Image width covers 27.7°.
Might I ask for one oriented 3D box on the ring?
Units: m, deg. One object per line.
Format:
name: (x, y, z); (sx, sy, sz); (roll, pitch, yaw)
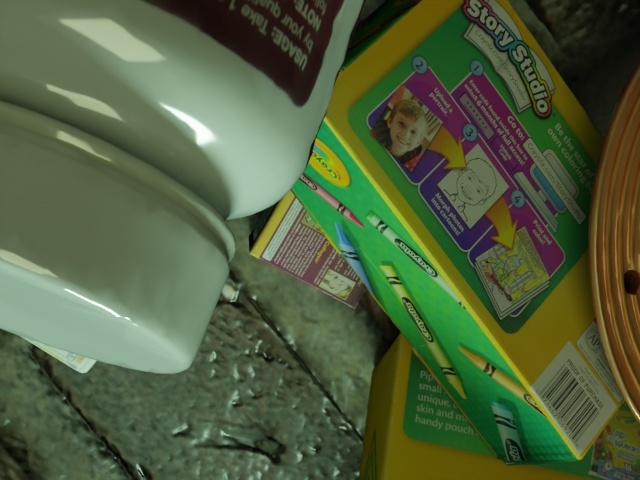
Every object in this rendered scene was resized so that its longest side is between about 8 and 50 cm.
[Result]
ring: (0.295, -0.005, 0.837); (0.337, 0.032, 0.336); (-2, 94, -29)

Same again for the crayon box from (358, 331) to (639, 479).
crayon box: (0.127, 0.192, 0.860); (0.203, 0.083, 0.323); (14, 61, -8)

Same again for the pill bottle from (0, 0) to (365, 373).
pill bottle: (-0.086, -0.148, 0.654); (0.224, 0.224, 0.392); (23, 73, -10)

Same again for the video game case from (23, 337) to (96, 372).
video game case: (-0.180, -0.038, 0.823); (0.206, 0.026, 0.227); (34, 123, -13)

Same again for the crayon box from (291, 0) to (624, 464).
crayon box: (0.104, -0.018, 0.812); (0.165, 0.081, 0.278); (-44, 104, -30)

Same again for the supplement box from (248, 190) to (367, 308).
supplement box: (0.000, 0.000, 0.878); (0.083, 0.043, 0.055); (29, 102, -11)
